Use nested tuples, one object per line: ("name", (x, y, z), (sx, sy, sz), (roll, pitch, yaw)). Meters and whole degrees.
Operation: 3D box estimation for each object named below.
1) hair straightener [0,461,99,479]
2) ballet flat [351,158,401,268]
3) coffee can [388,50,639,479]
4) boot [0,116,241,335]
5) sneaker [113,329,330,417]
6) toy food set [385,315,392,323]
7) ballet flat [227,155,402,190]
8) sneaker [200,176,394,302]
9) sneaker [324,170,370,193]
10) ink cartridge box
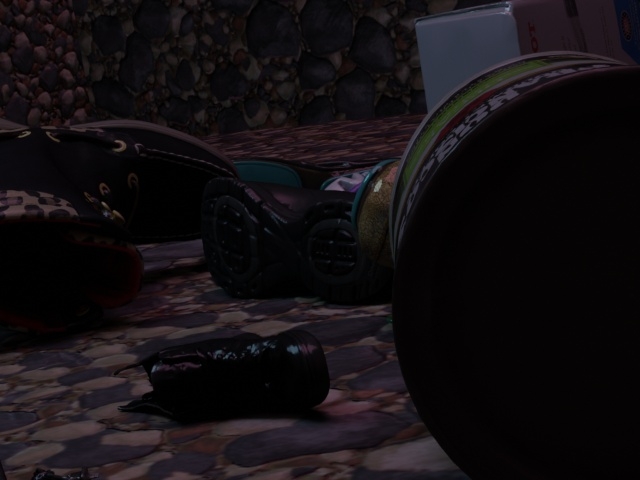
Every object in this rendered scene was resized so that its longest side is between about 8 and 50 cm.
("hair straightener", (-0.156, 0.125, 0.824), (0.089, 0.047, 0.230), (-12, 3, -27))
("ballet flat", (0.154, -0.018, 1.290), (0.123, 0.123, 0.348), (-4, 2, 32))
("coffee can", (0.135, 0.009, 0.794), (0.202, 0.201, 0.275), (-8, 8, 3))
("boot", (-0.220, -0.019, 1.486), (0.377, 0.138, 0.284), (10, 19, -26))
("sneaker", (-0.066, 0.088, 1.003), (0.089, 0.051, 0.170), (-13, 4, -24))
("toy food set", (0.091, 0.053, 1.162), (0.083, 0.020, 0.082), (-12, 9, -17))
("ballet flat", (-0.015, -0.042, 1.736), (0.280, 0.095, 0.096), (0, -3, -9))
("sneaker", (0.000, 0.000, 1.415), (0.130, 0.109, 0.286), (-6, 13, -40))
("sneaker", (0.118, -0.043, 1.549), (0.236, 0.095, 0.104), (-25, 21, -27))
("ink cartridge box", (0.248, -0.162, 1.766), (0.129, 0.223, 0.307), (-4, 10, 36))
